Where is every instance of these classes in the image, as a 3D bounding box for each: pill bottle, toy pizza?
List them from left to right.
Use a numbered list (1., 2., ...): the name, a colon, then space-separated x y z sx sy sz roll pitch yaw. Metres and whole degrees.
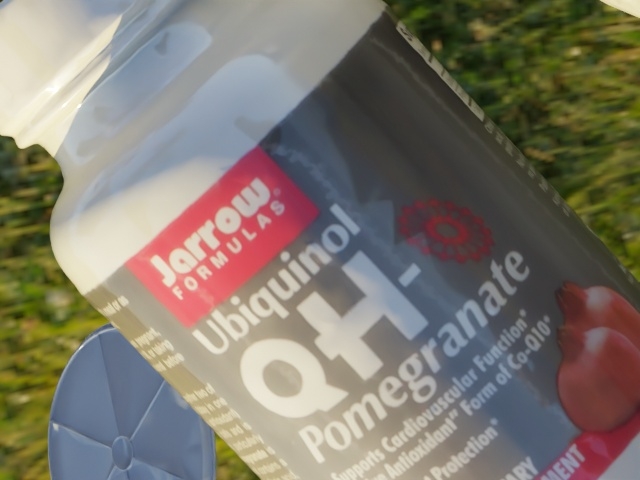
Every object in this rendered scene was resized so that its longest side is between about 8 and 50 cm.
1. toy pizza: -0.138 0.160 1.514 0.201 0.032 0.201 0 89 47
2. pill bottle: 0.000 0.000 0.842 0.318 0.176 0.176 47 128 -7

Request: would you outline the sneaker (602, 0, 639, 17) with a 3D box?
1. sneaker: 0.101 -0.117 0.340 0.161 0.102 0.282 -54 40 -6
